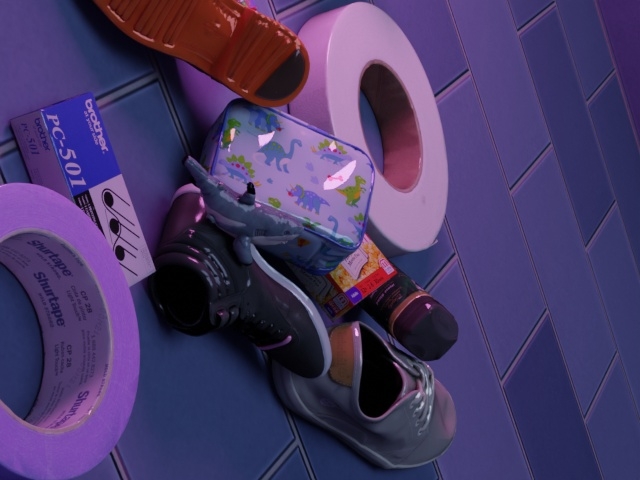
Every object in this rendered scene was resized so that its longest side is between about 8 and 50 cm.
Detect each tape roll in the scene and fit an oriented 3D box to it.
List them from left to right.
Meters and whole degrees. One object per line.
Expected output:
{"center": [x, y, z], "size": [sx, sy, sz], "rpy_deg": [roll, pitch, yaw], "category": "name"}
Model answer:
{"center": [-0.285, 0.089, 1.209], "size": [0.275, 0.090, 0.274], "rpy_deg": [31, 53, -52], "category": "tape roll"}
{"center": [0.081, -0.164, 1.984], "size": [0.392, 0.072, 0.392], "rpy_deg": [32, 52, -53], "category": "tape roll"}

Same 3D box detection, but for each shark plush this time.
{"center": [-0.093, -0.049, 1.472], "size": [0.161, 0.067, 0.073], "rpy_deg": [49, 34, -22], "category": "shark plush"}

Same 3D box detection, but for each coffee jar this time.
{"center": [0.110, 0.091, 1.823], "size": [0.096, 0.079, 0.184], "rpy_deg": [43, -1, -40], "category": "coffee jar"}

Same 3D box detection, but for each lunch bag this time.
{"center": [-0.044, -0.070, 1.619], "size": [0.219, 0.090, 0.176], "rpy_deg": [23, 53, -18], "category": "lunch bag"}

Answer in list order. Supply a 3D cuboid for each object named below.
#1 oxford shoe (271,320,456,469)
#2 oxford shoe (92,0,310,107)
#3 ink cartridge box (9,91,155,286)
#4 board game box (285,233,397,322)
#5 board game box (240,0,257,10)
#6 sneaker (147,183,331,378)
{"center": [0.098, 0.215, 1.805], "size": [0.449, 0.130, 0.169], "rpy_deg": [33, 49, -54], "category": "oxford shoe"}
{"center": [-0.179, -0.280, 1.550], "size": [0.364, 0.133, 0.130], "rpy_deg": [38, 88, -33], "category": "oxford shoe"}
{"center": [-0.247, -0.044, 1.375], "size": [0.097, 0.046, 0.207], "rpy_deg": [-37, 111, -60], "category": "ink cartridge box"}
{"center": [0.000, 0.000, 1.725], "size": [0.193, 0.045, 0.147], "rpy_deg": [51, 30, 4], "category": "board game box"}
{"center": [-0.118, -0.328, 1.734], "size": [0.169, 0.033, 0.133], "rpy_deg": [14, 67, -58], "category": "board game box"}
{"center": [-0.100, 0.088, 1.530], "size": [0.295, 0.105, 0.147], "rpy_deg": [54, 37, -23], "category": "sneaker"}
